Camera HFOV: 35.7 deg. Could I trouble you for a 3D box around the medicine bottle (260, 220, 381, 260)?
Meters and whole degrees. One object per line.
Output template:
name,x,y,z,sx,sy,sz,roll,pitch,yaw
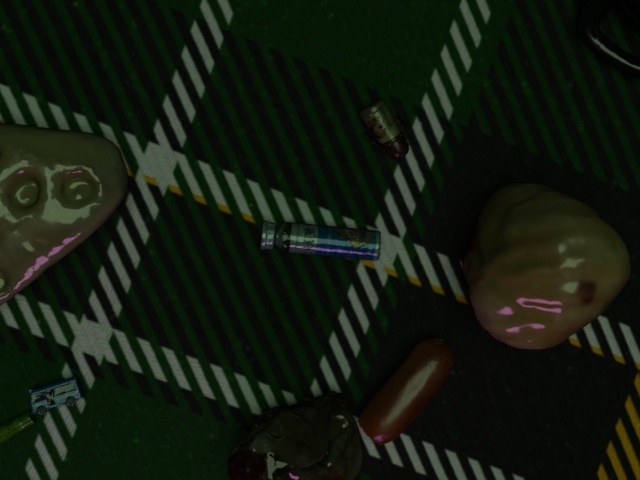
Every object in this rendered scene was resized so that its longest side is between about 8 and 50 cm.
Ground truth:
medicine bottle,0.000,0.000,1.590,0.191,0.051,0.051,5,94,-5

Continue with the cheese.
cheese,-0.478,-0.106,1.501,0.328,0.129,0.351,-29,98,0

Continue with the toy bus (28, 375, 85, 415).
toy bus,-0.420,0.246,1.578,0.083,0.038,0.046,-17,91,-5

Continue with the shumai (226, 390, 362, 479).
shumai,-0.033,0.352,1.545,0.218,0.185,0.184,-22,96,-3

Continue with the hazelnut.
hazelnut,0.350,0.035,1.531,0.241,0.261,0.261,16,93,-31

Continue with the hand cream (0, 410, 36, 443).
hand cream,-0.512,0.311,1.583,0.122,0.023,0.036,-30,108,-1

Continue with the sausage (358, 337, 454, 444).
sausage,0.142,0.242,1.609,0.076,0.076,0.197,40,89,-7

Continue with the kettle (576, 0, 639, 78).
kettle,0.559,-0.401,1.557,0.271,0.251,0.207,32,61,0

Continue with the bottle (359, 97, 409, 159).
bottle,0.107,-0.175,1.587,0.047,0.063,0.101,-38,100,-30
